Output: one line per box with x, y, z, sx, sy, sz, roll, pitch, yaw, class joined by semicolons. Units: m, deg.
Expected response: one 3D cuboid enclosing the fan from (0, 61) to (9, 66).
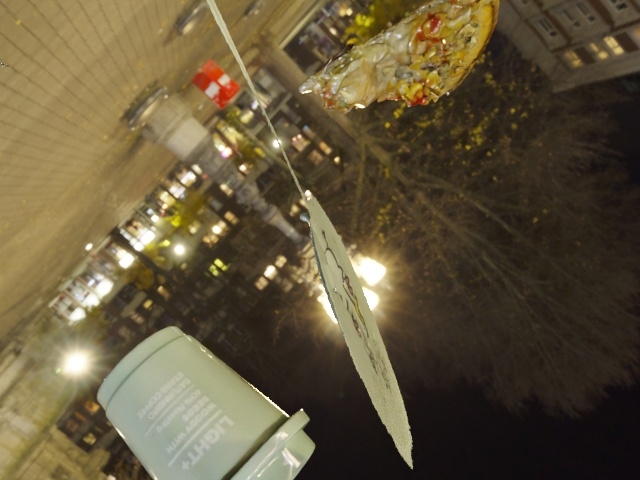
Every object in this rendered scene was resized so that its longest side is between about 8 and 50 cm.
-0.351;-0.190;0.585;0.056;0.083;0.004;24;-88;44;fan

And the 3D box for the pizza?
0.136;-0.266;0.835;0.288;0.074;0.251;-17;165;-29;pizza

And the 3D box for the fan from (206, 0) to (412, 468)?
-0.001;0.000;0.484;0.012;0.414;0.233;-22;-157;7;fan

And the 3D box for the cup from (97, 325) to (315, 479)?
-0.087;0.137;0.428;0.120;0.141;0.120;-48;170;-11;cup
